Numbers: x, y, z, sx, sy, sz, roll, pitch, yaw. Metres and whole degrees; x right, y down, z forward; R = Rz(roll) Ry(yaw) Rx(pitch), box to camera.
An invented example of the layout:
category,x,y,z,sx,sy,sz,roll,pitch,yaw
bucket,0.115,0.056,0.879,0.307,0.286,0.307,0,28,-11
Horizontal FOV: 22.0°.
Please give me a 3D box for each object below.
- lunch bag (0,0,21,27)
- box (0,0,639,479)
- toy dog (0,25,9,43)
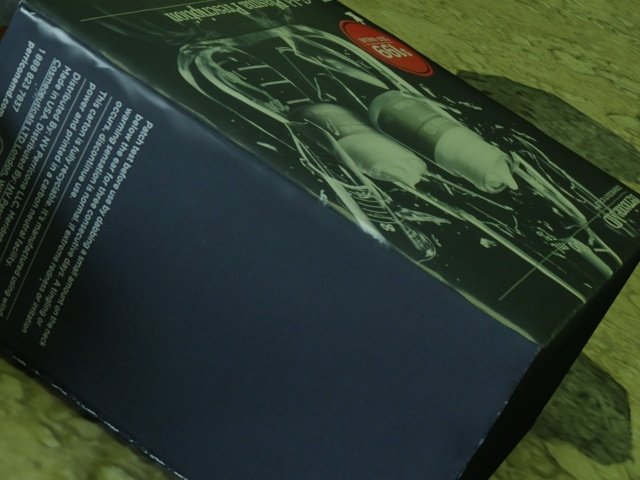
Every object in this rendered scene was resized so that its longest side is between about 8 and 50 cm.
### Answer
category,x,y,z,sx,sy,sz,roll,pitch,yaw
lunch bag,-0.289,-0.258,1.190,0.235,0.169,0.287,19,28,-25
box,0.000,0.000,0.953,0.312,0.179,0.343,35,22,11
toy dog,-0.210,-0.181,0.923,0.161,0.334,0.220,-11,65,-27
